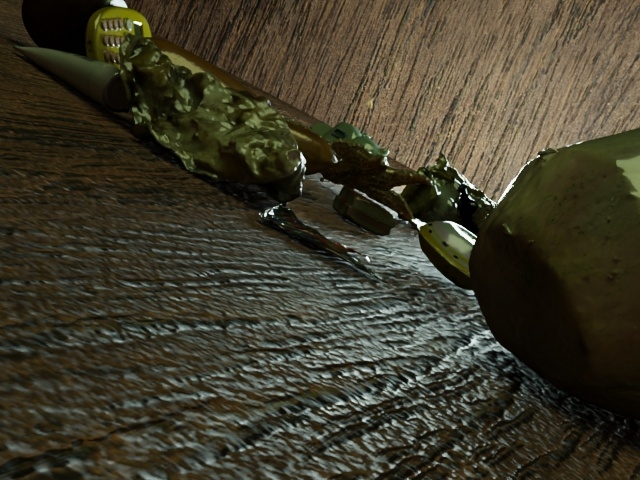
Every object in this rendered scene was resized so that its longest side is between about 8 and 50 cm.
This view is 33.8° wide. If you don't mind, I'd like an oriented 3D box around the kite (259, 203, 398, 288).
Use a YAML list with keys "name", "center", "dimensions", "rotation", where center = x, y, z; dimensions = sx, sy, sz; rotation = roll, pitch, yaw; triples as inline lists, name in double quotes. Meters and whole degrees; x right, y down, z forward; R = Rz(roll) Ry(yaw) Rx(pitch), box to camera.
- name: "kite"
  center: [0.000, 0.000, 1.265]
  dimensions: [0.189, 0.009, 0.232]
  rotation: [21, 12, -41]

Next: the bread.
- name: "bread"
  center: [0.058, -0.046, 1.590]
  dimensions: [0.109, 0.043, 0.062]
  rotation: [32, 8, 23]

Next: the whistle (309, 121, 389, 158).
- name: "whistle"
  center: [0.057, -0.200, 2.306]
  dimensions: [0.244, 0.110, 0.092]
  rotation: [35, -20, 45]

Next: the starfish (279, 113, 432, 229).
- name: "starfish"
  center: [0.067, -0.118, 1.897]
  dimensions: [0.293, 0.084, 0.301]
  rotation: [25, -10, 31]

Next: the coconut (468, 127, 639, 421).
- name: "coconut"
  center: [0.353, 0.036, 1.161]
  dimensions: [0.352, 0.353, 0.352]
  rotation: [26, 9, -4]

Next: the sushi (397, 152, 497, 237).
- name: "sushi"
  center: [0.258, -0.071, 2.035]
  dimensions: [0.291, 0.139, 0.131]
  rotation: [21, 18, -43]

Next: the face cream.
- name: "face cream"
  center: [-0.349, -0.243, 1.520]
  dimensions: [0.092, 0.058, 0.243]
  rotation: [10, 13, -45]

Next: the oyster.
- name: "oyster"
  center: [-0.132, -0.152, 1.401]
  dimensions: [0.238, 0.115, 0.351]
  rotation: [16, 18, -42]

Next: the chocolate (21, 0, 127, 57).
- name: "chocolate"
  center: [-0.401, -0.364, 1.719]
  dimensions: [0.176, 0.177, 0.177]
  rotation: [26, 9, -4]

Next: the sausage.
- name: "sausage"
  center: [-0.134, -0.186, 1.616]
  dimensions: [0.354, 0.116, 0.134]
  rotation: [30, -4, -3]

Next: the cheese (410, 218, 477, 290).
- name: "cheese"
  center: [0.222, 0.046, 1.480]
  dimensions: [0.250, 0.064, 0.156]
  rotation: [46, 18, 29]

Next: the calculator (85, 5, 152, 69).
- name: "calculator"
  center: [-0.309, -0.297, 1.678]
  dimensions: [0.032, 0.146, 0.235]
  rotation: [-3, 3, 16]
